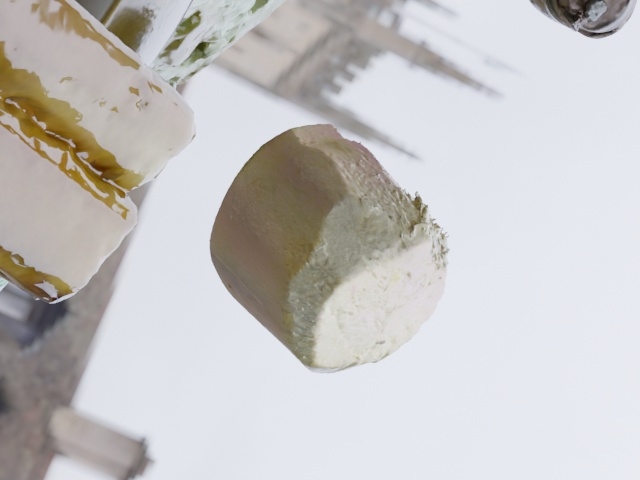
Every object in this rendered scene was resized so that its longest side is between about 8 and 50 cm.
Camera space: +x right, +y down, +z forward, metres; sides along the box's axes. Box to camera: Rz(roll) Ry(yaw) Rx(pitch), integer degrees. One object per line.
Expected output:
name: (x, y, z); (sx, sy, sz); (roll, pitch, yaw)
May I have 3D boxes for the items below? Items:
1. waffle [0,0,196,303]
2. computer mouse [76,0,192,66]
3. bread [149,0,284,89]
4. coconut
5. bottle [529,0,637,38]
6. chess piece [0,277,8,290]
waffle: (-0.210, -0.111, 0.651); (0.224, 0.328, 0.098); (25, -102, 39)
computer mouse: (-0.077, -0.147, 0.910); (0.199, 0.045, 0.102); (-65, 171, 1)
bread: (-0.107, -0.229, 1.076); (0.196, 0.252, 0.238); (-35, 180, -32)
coconut: (0.000, 0.000, 1.028); (0.122, 0.116, 0.116); (44, -68, 35)
bottle: (0.256, -0.245, 1.819); (0.099, 0.099, 0.152); (-61, -165, 10)
chess piece: (-0.233, 0.001, 1.403); (0.103, 0.067, 0.067); (-45, -154, 35)
